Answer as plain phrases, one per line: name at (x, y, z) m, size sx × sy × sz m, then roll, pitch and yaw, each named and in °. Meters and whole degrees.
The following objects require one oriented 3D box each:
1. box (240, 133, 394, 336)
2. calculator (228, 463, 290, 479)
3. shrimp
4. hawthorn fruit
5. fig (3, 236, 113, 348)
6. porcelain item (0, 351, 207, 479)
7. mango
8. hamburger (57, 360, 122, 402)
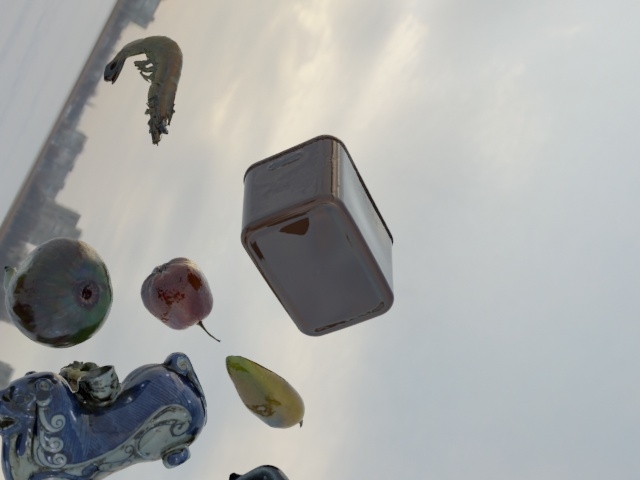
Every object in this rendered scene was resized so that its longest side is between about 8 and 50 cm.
box at (0.000, 0.000, 1.582) m, size 0.239 × 0.339 × 0.229 m, roll -21°, pitch -147°, yaw 15°
calculator at (-0.081, 0.471, 1.150) m, size 0.177 × 0.040 × 0.268 m, roll -34°, pitch -121°, yaw 3°
shrimp at (-0.270, -0.228, 1.140) m, size 0.034 × 0.124 × 0.178 m, roll 58°, pitch 37°, yaw -76°
hawthorn fruit at (-0.306, 0.143, 1.716) m, size 0.162 × 0.204 × 0.163 m, roll -25°, pitch -160°, yaw 9°
fig at (-0.395, 0.067, 1.061) m, size 0.245 × 0.149 × 0.149 m, roll 3°, pitch -114°, yaw 40°
porcelain item at (-0.302, 0.245, 1.065) m, size 0.138 × 0.287 × 0.186 m, roll 9°, pitch -66°, yaw 62°
mango at (-0.093, 0.259, 1.292) m, size 0.101 × 0.187 × 0.066 m, roll -14°, pitch -146°, yaw 42°
hamburger at (-0.403, 0.320, 1.349) m, size 0.183 × 0.206 × 0.130 m, roll -30°, pitch -152°, yaw 45°
